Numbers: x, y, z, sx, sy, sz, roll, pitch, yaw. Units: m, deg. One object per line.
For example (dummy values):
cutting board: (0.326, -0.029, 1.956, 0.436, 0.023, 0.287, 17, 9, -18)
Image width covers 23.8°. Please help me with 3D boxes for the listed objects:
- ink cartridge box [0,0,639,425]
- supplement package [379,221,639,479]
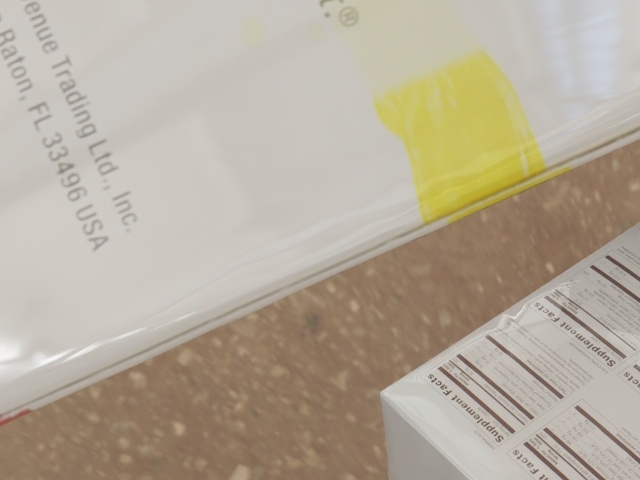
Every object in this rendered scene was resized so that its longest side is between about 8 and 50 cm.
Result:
ink cartridge box: (-0.033, -0.128, 0.429, 0.385, 0.160, 0.279, -23, 93, 1)
supplement package: (0.211, 0.163, 1.127, 0.263, 0.199, 0.198, -31, 49, -21)
